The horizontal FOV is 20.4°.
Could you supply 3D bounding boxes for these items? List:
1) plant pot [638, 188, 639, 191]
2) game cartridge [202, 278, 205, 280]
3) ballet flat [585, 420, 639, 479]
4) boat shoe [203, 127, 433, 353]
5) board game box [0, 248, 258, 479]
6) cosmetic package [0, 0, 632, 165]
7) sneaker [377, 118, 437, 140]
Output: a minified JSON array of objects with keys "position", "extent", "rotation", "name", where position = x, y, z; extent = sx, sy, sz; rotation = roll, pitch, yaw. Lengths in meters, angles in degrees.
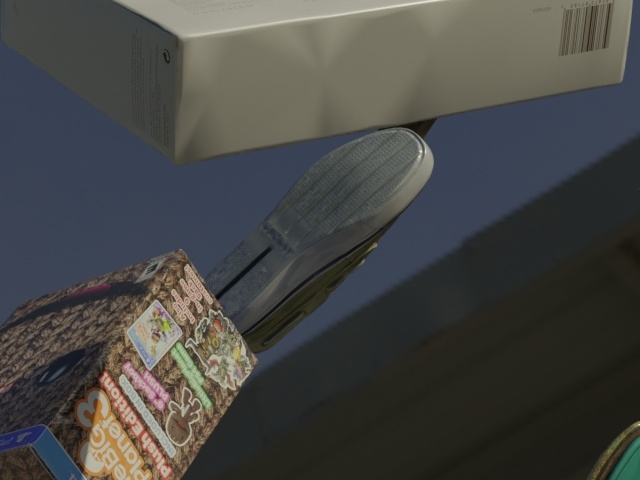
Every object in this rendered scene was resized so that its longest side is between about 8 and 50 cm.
[{"position":[0.410,-0.019,2.070],"extent":[0.083,0.079,0.083],"rotation":[3,-2,0],"name":"plant pot"},{"position":[-0.211,0.108,2.312],"extent":[0.230,0.068,0.355],"rotation":[-18,-13,22],"name":"game cartridge"},{"position":[0.249,0.334,1.639],"extent":[0.123,0.349,0.123],"rotation":[12,-12,3],"name":"ballet flat"},{"position":[0.000,0.000,1.882],"extent":[0.302,0.109,0.094],"rotation":[-39,-38,4],"name":"boat shoe"},{"position":[-0.234,0.169,1.627],"extent":[0.232,0.291,0.141],"rotation":[-18,-66,35],"name":"board game box"},{"position":[-0.007,-0.170,1.302],"extent":[0.377,0.284,0.097],"rotation":[-12,-60,-30],"name":"cosmetic package"},{"position":[0.094,-0.148,2.020],"extent":[0.071,0.066,0.188],"rotation":[30,-63,-12],"name":"sneaker"}]
